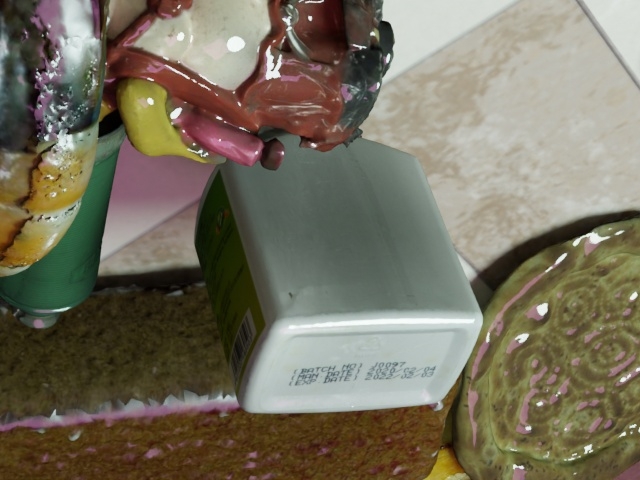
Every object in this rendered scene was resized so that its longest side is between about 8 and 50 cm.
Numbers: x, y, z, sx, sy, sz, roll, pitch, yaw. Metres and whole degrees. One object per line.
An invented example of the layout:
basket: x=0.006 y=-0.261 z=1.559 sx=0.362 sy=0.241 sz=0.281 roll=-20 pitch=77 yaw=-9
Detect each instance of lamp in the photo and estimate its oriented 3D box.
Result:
lamp: x=-0.091 y=-0.107 z=0.873 sx=0.253 sy=0.118 sz=0.118 roll=9 pitch=135 yaw=-13

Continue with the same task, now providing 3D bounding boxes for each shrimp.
shrimp: x=-0.187 y=-0.115 z=0.787 sx=0.054 sy=0.222 sz=0.290 roll=-44 pitch=166 yaw=-48

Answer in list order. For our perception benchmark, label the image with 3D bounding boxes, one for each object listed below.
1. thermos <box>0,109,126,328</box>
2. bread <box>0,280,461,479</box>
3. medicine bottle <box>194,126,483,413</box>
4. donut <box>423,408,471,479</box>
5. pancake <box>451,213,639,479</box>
thermos: x=-0.161 y=-0.019 z=0.982 sx=0.083 sy=0.073 sz=0.188 roll=-4 pitch=140 yaw=-20
bread: x=-0.121 y=0.109 z=1.123 sx=0.416 sy=0.113 sz=0.165 roll=-5 pitch=139 yaw=-14
medicine bottle: x=0.000 y=0.000 z=0.976 sx=0.132 sy=0.188 sz=0.088 roll=-1 pitch=138 yaw=-20
donut: x=0.076 y=0.189 z=1.328 sx=0.184 sy=0.073 sz=0.166 roll=13 pitch=133 yaw=-33
pancake: x=0.207 y=0.087 z=1.251 sx=0.250 sy=0.031 sz=0.250 roll=-13 pitch=125 yaw=-20
